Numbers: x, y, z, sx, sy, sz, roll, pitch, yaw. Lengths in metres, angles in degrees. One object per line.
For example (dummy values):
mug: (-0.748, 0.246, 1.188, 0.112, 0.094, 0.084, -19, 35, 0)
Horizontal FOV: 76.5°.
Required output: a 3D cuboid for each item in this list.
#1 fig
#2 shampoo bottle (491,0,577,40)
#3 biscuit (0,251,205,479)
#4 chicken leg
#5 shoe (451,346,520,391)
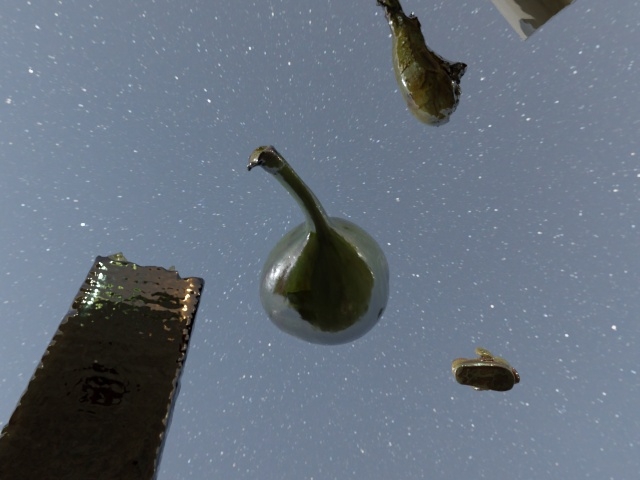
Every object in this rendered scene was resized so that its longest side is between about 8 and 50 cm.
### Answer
fig: (0.000, 0.000, 0.424, 0.151, 0.151, 0.259, -9, -49, -3)
shampoo bottle: (0.209, -0.374, 0.490, 0.127, 0.078, 0.257, -38, -87, -25)
biscuit: (-0.168, 0.119, 0.325, 0.106, 0.252, 0.070, 14, -49, -15)
chicken leg: (0.122, -0.228, 0.497, 0.093, 0.070, 0.178, -30, -88, -19)
shoe: (0.287, 0.227, 0.718, 0.109, 0.069, 0.072, -15, -90, 4)
